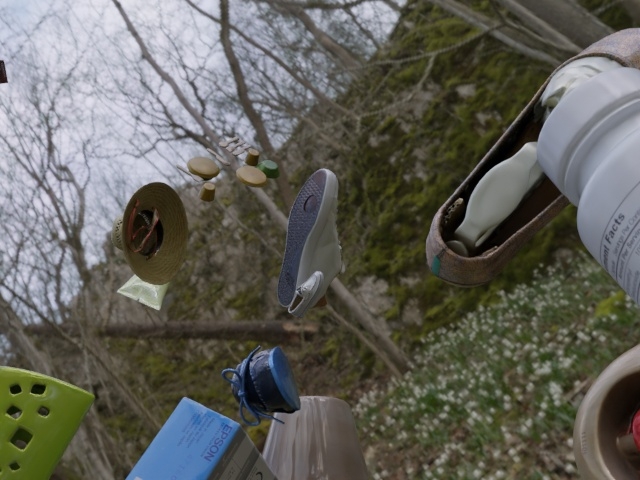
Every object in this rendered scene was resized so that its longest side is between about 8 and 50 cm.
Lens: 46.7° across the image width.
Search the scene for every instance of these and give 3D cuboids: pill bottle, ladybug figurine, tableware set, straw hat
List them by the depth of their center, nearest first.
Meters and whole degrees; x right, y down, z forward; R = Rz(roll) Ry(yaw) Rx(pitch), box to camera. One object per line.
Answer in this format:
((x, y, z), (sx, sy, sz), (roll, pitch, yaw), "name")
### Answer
((0.250, -0.013, 0.494), (0.131, 0.229, 0.131), (-15, -43, -15), "pill bottle")
((-0.237, -0.010, 0.966), (0.144, 0.061, 0.144), (0, -90, -67), "straw hat")
((-0.131, -0.099, 1.087), (0.154, 0.104, 0.024), (-38, -22, -50), "tableware set")
((0.586, 0.291, 1.129), (0.162, 0.305, 0.449), (17, -26, -21), "ladybug figurine")

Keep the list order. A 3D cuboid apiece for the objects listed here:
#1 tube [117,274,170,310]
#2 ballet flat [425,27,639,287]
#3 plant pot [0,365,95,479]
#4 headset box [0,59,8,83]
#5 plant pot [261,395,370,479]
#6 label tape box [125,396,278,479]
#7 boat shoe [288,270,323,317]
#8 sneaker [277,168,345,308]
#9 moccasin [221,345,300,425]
((-0.354, 0.072, 1.596), (0.070, 0.240, 0.062), (-14, -67, 13), "tube")
((0.216, -0.083, 0.684), (0.316, 0.107, 0.106), (-51, -22, 1), "ballet flat")
((-0.508, 0.301, 1.162), (0.227, 0.207, 0.228), (-63, 13, -24), "plant pot")
((-0.444, -0.211, 0.942), (0.062, 0.083, 0.032), (-5, -79, 4), "headset box")
((-0.019, 0.546, 1.831), (0.323, 0.280, 0.323), (0, -28, 0), "plant pot")
((-0.164, 0.424, 1.057), (0.249, 0.115, 0.347), (-56, -36, -29), "label tape box")
((-0.030, 0.101, 1.426), (0.035, 0.035, 0.100), (24, -79, -36), "boat shoe")
((0.000, 0.000, 1.523), (0.123, 0.106, 0.290), (10, -81, -34), "sneaker")
((-0.103, 0.274, 1.347), (0.117, 0.137, 0.342), (-18, -14, -3), "moccasin")
